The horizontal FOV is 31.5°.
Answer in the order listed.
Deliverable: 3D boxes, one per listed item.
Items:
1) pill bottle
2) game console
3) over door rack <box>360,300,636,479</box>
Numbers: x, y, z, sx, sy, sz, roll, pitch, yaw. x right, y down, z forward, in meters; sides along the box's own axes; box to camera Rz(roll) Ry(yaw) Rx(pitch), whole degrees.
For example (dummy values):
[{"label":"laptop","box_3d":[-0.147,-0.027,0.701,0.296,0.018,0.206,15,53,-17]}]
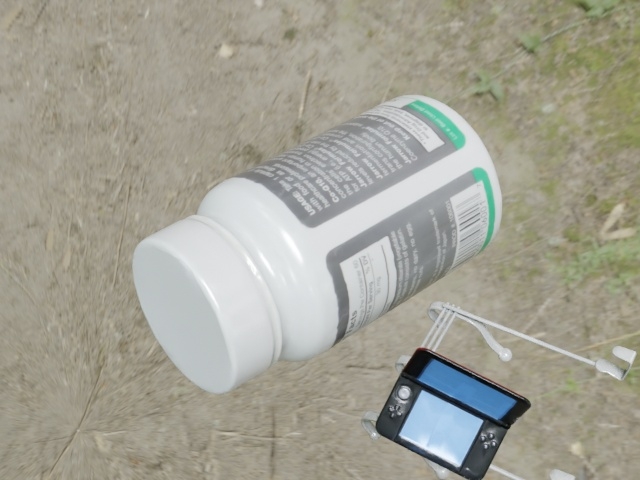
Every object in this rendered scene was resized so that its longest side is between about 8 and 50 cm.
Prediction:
[{"label":"pill bottle","box_3d":[0.000,0.000,1.185,0.361,0.204,0.204,-28,87,-30]},{"label":"game console","box_3d":[0.149,0.203,1.306,0.144,0.085,0.124,27,92,4]},{"label":"over door rack","box_3d":[0.253,0.233,1.613,0.324,0.108,0.239,14,55,31]}]
